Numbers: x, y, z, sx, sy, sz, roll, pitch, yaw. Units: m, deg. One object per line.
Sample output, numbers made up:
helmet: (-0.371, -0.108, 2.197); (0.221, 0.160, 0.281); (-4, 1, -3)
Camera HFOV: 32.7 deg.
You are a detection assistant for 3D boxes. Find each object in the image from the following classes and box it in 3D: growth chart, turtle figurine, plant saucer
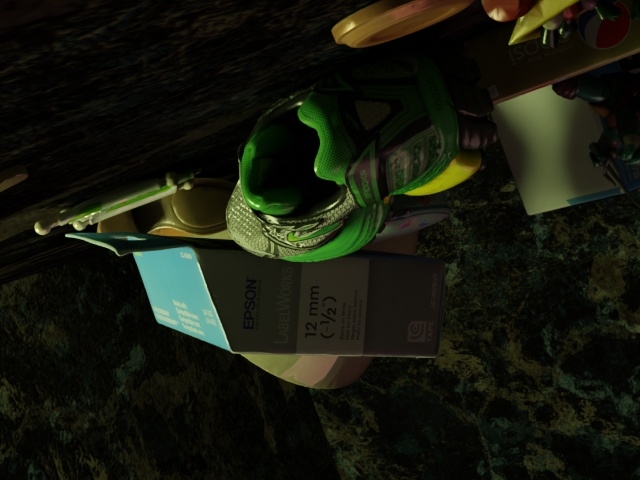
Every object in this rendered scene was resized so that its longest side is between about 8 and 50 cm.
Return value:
growth chart: (-0.208, -0.046, 1.183); (0.172, 0.021, 0.237); (-21, -178, -4)
turtle figurine: (0.325, -0.135, 1.208); (0.118, 0.234, 0.175); (-55, 169, -2)
plant saucer: (0.047, -0.120, 0.581); (0.084, 0.013, 0.083); (-19, -178, 1)

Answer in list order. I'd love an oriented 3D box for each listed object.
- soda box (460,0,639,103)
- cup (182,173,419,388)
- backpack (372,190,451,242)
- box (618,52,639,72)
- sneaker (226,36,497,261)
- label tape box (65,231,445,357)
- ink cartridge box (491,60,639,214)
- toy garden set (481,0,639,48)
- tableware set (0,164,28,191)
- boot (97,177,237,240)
soda box: (0.203, -0.163, 0.883); (0.181, 0.058, 0.061); (-19, -178, 14)
cup: (0.000, 0.000, 1.479); (0.237, 0.331, 0.331); (-50, 167, 27)
backpack: (0.060, -0.073, 1.090); (0.188, 0.144, 0.166); (-21, 180, -33)
box: (0.469, -0.260, 1.100); (0.293, 0.073, 0.295); (-21, -179, 1)
sneaker: (-0.013, -0.061, 0.857); (0.146, 0.134, 0.343); (-13, 170, -25)
label tape box: (-0.079, 0.056, 1.170); (0.348, 0.115, 0.249); (2, -178, -25)
ink cartridge box: (0.400, -0.177, 1.445); (0.270, 0.197, 0.198); (-21, -177, -26)
toy garden set: (0.226, -0.165, 0.583); (0.204, 0.049, 0.244); (-21, -178, -39)
tableware set: (-0.215, -0.008, 0.388); (0.194, 0.039, 0.128); (-24, 171, 15)
boot: (-0.190, -0.035, 1.410); (0.197, 0.072, 0.152); (-9, 180, -7)
